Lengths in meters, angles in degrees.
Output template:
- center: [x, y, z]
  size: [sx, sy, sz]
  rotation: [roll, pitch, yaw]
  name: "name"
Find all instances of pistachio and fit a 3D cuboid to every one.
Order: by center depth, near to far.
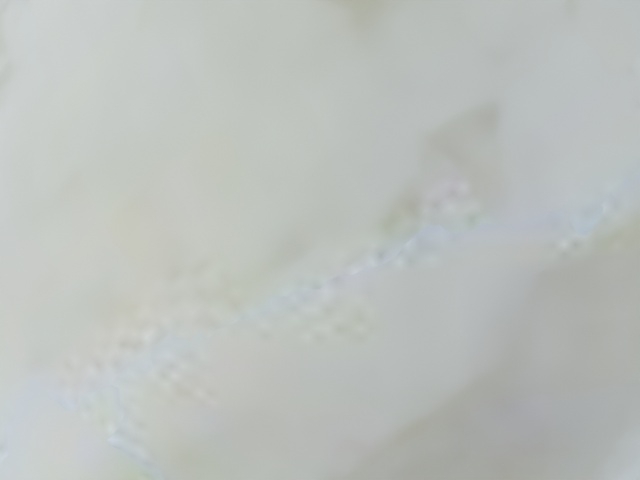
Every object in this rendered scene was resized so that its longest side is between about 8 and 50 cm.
- center: [0.000, 0.000, 0.468]
  size: [0.238, 0.229, 0.321]
  rotation: [42, -47, 5]
  name: "pistachio"
